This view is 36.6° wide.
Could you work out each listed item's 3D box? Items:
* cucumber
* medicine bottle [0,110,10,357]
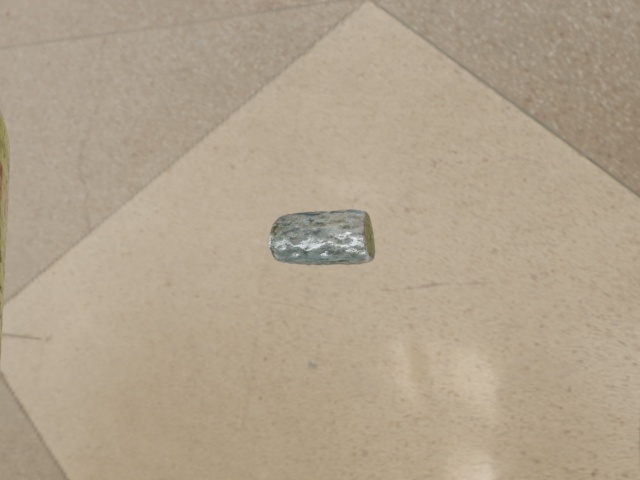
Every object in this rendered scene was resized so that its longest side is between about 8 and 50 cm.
[{"bbox_3d":[0.002,0.000,1.039,0.111,0.064,0.064,-3,77,19],"label":"cucumber"},{"bbox_3d":[-0.190,-0.008,0.365,0.139,0.139,0.226,-34,47,24],"label":"medicine bottle"}]
